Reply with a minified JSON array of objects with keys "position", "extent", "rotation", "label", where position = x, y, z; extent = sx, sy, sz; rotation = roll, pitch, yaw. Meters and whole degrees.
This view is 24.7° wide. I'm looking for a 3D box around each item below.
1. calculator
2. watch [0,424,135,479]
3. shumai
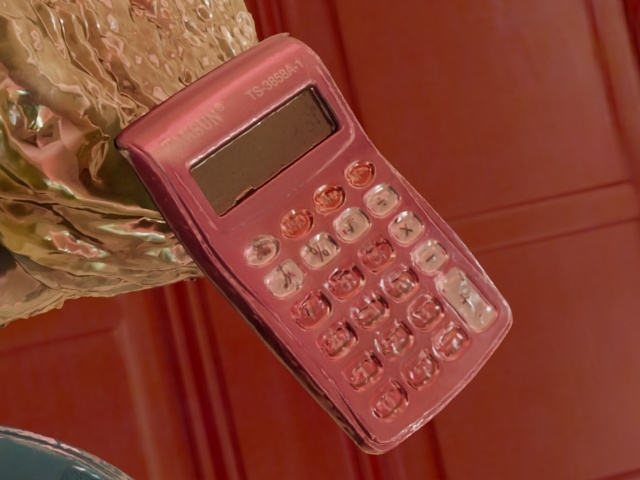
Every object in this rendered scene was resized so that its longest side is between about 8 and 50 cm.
[{"position":[0.000,0.000,0.682],"extent":[0.190,0.126,0.034],"rotation":[52,-41,0],"label":"calculator"},{"position":[-0.151,0.153,0.570],"extent":[0.193,0.211,0.211],"rotation":[-103,-176,-66],"label":"watch"},{"position":[-0.197,-0.069,0.802],"extent":[0.309,0.263,0.304],"rotation":[51,21,-15],"label":"shumai"}]
